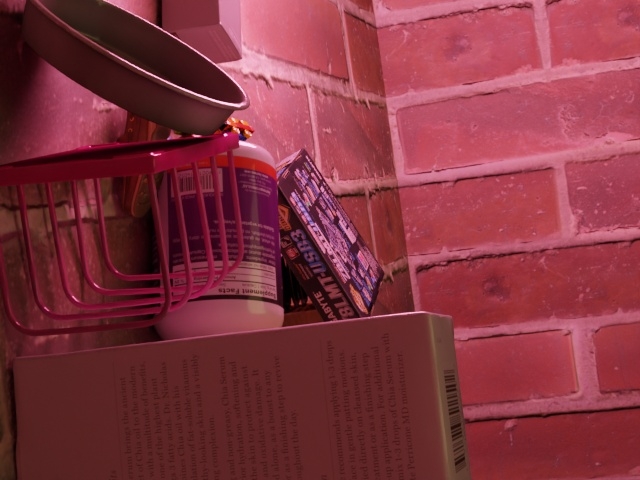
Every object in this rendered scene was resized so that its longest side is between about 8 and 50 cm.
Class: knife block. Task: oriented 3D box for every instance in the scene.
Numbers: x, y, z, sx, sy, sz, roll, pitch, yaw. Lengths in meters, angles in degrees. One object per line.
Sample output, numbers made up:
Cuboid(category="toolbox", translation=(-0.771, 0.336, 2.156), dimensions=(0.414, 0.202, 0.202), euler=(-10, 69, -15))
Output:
Cuboid(category="knife block", translation=(-0.040, 0.169, 2.188), dimensions=(0.276, 0.242, 0.088), euler=(-54, 175, 17))

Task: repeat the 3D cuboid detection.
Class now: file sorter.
Cuboid(category="file sorter", translation=(-0.220, -0.014, 1.305), dimensions=(0.290, 0.202, 0.182), euler=(-36, 121, -74))

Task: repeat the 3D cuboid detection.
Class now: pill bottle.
Cuboid(category="pill bottle", translation=(-0.144, 0.032, 1.604), dimensions=(0.181, 0.181, 0.323), euler=(40, 45, -70))

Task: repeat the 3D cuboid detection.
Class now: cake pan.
Cuboid(category="cake pan", translation=(-0.221, -0.210, 1.339), dimensions=(0.054, 0.293, 0.293), euler=(-59, 173, 14))

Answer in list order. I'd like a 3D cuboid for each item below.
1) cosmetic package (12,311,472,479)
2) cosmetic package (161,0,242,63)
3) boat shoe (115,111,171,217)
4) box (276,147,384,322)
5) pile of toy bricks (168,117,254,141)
Cuboid(category="cosmetic package", translation=(-0.080, 0.212, 1.211), dimensions=(0.161, 0.453, 0.230), euler=(20, 64, -75))
Cuboid(category="cosmetic package", translation=(-0.188, -0.408, 1.823), dimensions=(0.127, 0.107, 0.238), euler=(50, 32, -70))
Cuboid(category="boat shoe", translation=(-0.243, -0.118, 1.546), dimensions=(0.064, 0.060, 0.178), euler=(46, 52, -72))
Cuboid(category="box", translation=(0.000, 0.000, 2.051), dimensions=(0.295, 0.073, 0.293), euler=(57, 17, -10))
Cuboid(category="pile of toy bricks", translation=(-0.202, -0.179, 1.696), dimensions=(0.212, 0.118, 0.105), euler=(9, 45, -59))
